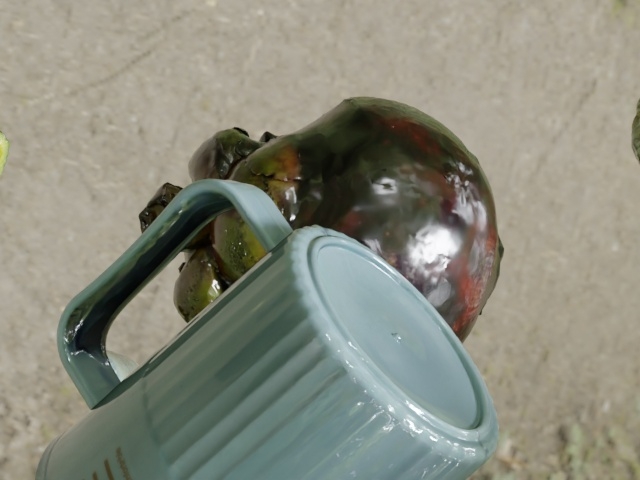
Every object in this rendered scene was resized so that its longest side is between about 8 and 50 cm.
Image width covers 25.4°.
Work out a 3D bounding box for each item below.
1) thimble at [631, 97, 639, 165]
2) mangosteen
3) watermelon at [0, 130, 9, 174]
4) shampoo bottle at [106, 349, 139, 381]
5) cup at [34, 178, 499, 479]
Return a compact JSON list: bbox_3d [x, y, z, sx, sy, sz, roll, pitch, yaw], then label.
[{"bbox_3d":[0.431,-0.082,1.540,0.137,0.190,0.143,-34,138,18],"label":"thimble"},{"bbox_3d":[0.013,0.019,1.753,0.381,0.421,0.381,-15,90,-85],"label":"mangosteen"},{"bbox_3d":[-0.276,0.008,1.012,0.075,0.092,0.181,55,29,-23],"label":"watermelon"},{"bbox_3d":[-0.270,0.175,1.846,0.049,0.072,0.212,-36,171,-1],"label":"shampoo bottle"},{"bbox_3d":[-0.048,0.149,1.204,0.311,0.331,0.256,-42,132,19],"label":"cup"}]
